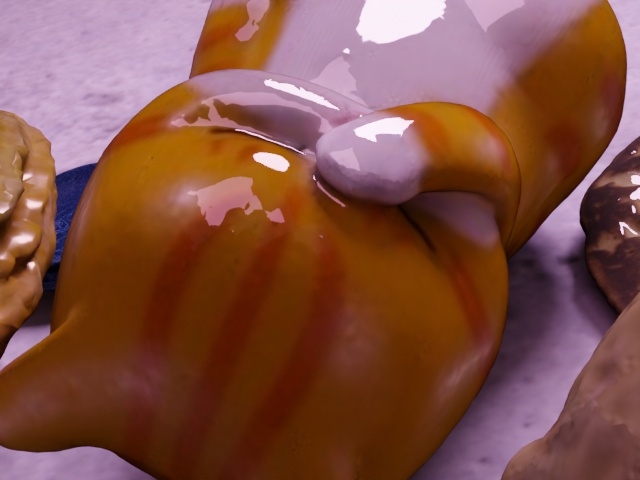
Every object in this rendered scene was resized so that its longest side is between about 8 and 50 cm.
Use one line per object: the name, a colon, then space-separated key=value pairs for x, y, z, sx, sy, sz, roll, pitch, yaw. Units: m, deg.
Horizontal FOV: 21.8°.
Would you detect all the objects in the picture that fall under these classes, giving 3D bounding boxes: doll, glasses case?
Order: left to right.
glasses case: x=-0.114 y=-0.004 z=0.750 sx=0.034 sy=0.023 sz=0.083 roll=-12 pitch=33 yaw=15
doll: x=0.006 y=-0.019 z=0.607 sx=0.167 sy=0.162 sz=0.269 roll=21 pitch=40 yaw=13

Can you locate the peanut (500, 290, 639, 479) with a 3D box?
peanut: x=0.172 y=0.032 z=0.501 sx=0.257 sy=0.123 sz=0.123 roll=-38 pitch=39 yaw=-10

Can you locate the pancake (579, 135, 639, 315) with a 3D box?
pancake: x=0.191 y=-0.009 z=0.639 sx=0.184 sy=0.020 sz=0.190 roll=4 pitch=41 yaw=27

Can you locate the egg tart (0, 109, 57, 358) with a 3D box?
egg tart: x=-0.236 y=0.026 z=0.628 sx=0.294 sy=0.123 sz=0.294 roll=-26 pitch=28 yaw=15
